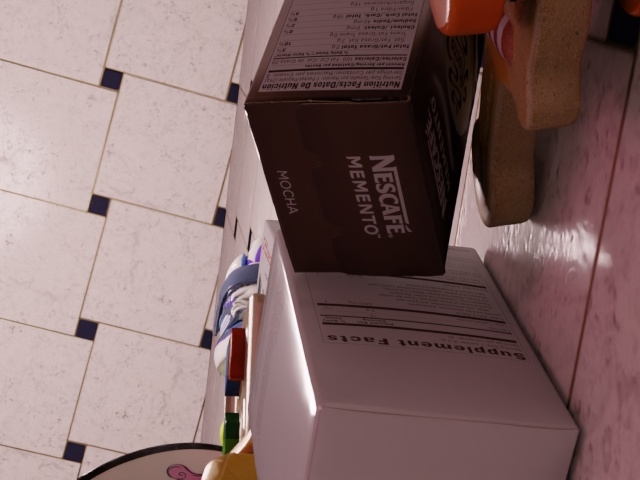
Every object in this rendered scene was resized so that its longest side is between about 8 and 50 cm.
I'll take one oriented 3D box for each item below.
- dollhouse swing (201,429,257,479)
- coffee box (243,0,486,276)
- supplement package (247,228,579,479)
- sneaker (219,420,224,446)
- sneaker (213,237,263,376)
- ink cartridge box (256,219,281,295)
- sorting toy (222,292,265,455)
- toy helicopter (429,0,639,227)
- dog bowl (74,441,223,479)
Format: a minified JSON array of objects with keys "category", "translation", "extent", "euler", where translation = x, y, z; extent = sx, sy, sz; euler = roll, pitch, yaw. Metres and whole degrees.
[{"category":"dollhouse swing","translation":[-0.131,0.417,1.176],"extent":[0.305,0.315,0.347],"euler":[-25,25,29]},{"category":"coffee box","translation":[0.048,-0.134,0.985],"extent":[0.168,0.119,0.297],"euler":[75,-158,-43]},{"category":"supplement package","translation":[0.051,0.132,0.956],"extent":[0.293,0.175,0.177],"euler":[-106,24,-66]},{"category":"sneaker","translation":[-0.108,0.334,2.090],"extent":[0.295,0.109,0.123],"euler":[106,-171,-54]},{"category":"sneaker","translation":[-0.106,0.096,2.053],"extent":[0.323,0.130,0.236],"euler":[107,162,-71]},{"category":"ink cartridge box","translation":[-0.019,0.126,1.564],"extent":[0.197,0.114,0.273],"euler":[-121,38,-74]},{"category":"sorting toy","translation":[-0.097,0.233,1.505],"extent":[0.229,0.041,0.307],"euler":[125,148,-70]},{"category":"toy helicopter","translation":[0.125,-0.148,0.856],"extent":[0.355,0.140,0.235],"euler":[88,174,-52]},{"category":"dog bowl","translation":[-0.225,0.487,1.834],"extent":[0.150,0.408,0.408],"euler":[-124,37,-47]}]
